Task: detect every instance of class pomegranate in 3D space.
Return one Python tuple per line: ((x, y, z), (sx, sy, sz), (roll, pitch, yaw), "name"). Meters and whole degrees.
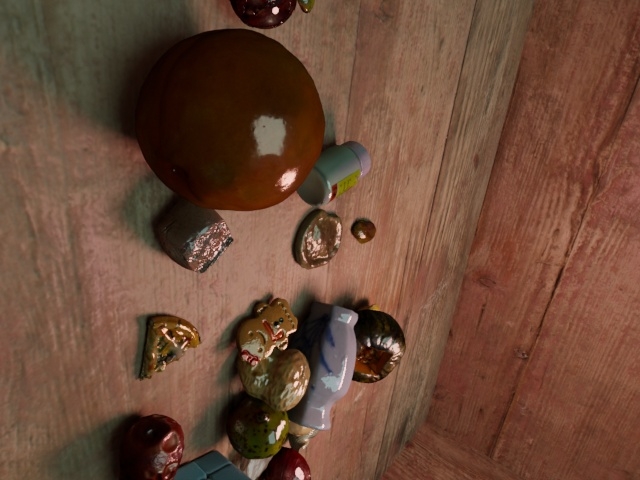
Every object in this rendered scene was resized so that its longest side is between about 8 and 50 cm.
((-0.201, 0.591, 1.413), (0.198, 0.199, 0.246), (-63, -177, -7), "pomegranate")

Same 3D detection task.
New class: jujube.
((-0.423, 0.546, 1.083), (0.155, 0.155, 0.230), (-10, 127, -53), "jujube")

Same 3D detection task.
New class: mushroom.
((-0.174, 0.682, 1.556), (0.351, 0.097, 0.109), (-55, 176, -24), "mushroom")

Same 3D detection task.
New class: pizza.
((-0.384, 0.263, 1.064), (0.176, 0.036, 0.184), (-52, 144, -22), "pizza")

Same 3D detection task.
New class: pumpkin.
((0.179, 0.420, 1.742), (0.192, 0.321, 0.320), (-102, -162, -66), "pumpkin")

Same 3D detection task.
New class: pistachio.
((0.178, -0.028, 1.692), (0.173, 0.049, 0.089), (3, 107, -56), "pistachio")
((-0.061, 0.653, 1.684), (0.145, 0.117, 0.200), (51, 50, -16), "pistachio")

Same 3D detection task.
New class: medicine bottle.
((0.038, -0.203, 1.299), (0.225, 0.139, 0.139), (-37, 137, -38), "medicine bottle")

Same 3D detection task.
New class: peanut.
((-0.146, 0.410, 1.363), (0.196, 0.233, 0.110), (-64, -177, -30), "peanut")

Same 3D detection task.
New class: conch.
((-0.075, 0.763, 1.753), (0.153, 0.102, 0.135), (-27, 160, -54), "conch")

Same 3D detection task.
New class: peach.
((-0.168, -0.210, 0.816), (0.302, 0.343, 0.342), (-41, 139, -38), "peach")

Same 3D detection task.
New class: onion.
((-0.166, 0.897, 1.607), (0.221, 0.281, 0.281), (51, 56, -6), "onion")

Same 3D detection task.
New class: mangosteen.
((-0.100, -0.519, 0.877), (0.166, 0.181, 0.165), (-5, 90, -80), "mangosteen")

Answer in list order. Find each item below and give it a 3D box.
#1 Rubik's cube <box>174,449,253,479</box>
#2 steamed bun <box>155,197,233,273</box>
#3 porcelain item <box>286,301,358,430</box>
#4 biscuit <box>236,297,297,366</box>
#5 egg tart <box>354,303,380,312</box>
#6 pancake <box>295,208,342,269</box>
((-0.340, 0.856, 1.224), (0.316, 0.322, 0.318), (2, 106, -54), "Rubik's cube")
((-0.279, -0.008, 0.989), (0.144, 0.107, 0.175), (-54, 147, -20), "steamed bun")
((-0.001, 0.426, 1.522), (0.179, 0.243, 0.404), (29, 71, -36), "porcelain item")
((-0.164, 0.273, 1.319), (0.226, 0.036, 0.165), (-33, 102, -38), "biscuit")
((0.191, 0.354, 1.915), (0.191, 0.074, 0.191), (-34, 135, -43), "egg tart")
((0.001, 0.001, 1.459), (0.222, 0.042, 0.236), (-61, 148, -14), "pancake")
